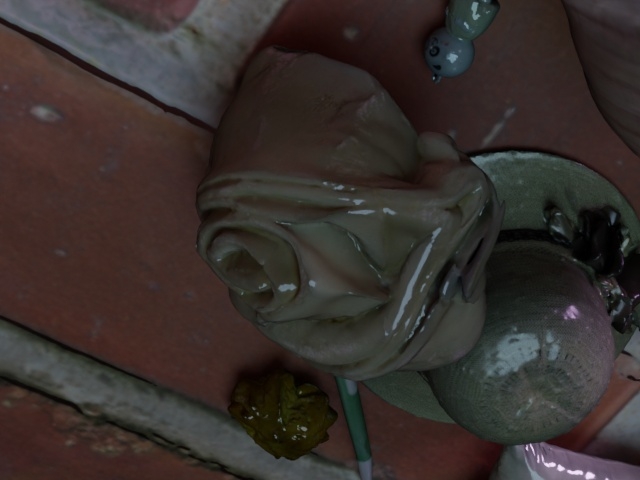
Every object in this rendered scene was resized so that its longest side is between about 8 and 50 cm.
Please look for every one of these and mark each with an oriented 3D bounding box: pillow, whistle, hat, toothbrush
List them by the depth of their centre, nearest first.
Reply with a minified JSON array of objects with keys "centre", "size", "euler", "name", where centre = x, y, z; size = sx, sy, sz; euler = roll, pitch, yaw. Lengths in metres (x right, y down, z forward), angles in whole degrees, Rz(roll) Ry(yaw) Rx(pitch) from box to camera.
[{"centre":[0.098,-0.149,0.942],"size":[0.035,0.035,0.100],"euler":[18,117,-20],"name":"whistle"},{"centre":[0.141,0.075,1.040],"size":[0.257,0.130,0.257],"euler":[-5,124,-7],"name":"hat"},{"centre":[0.031,0.160,1.132],"size":[0.024,0.018,0.257],"euler":[16,136,33],"name":"toothbrush"},{"centre":[0.234,0.242,1.195],"size":[0.254,0.078,0.144],"euler":[17,126,-21],"name":"pillow"}]

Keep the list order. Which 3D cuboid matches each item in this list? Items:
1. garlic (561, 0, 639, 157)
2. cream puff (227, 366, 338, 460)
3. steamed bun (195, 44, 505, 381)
[{"centre":[0.283,-0.150,0.821],"size":[0.317,0.259,0.317],"euler":[-22,126,-34],"name":"garlic"},{"centre":[-0.029,0.138,1.095],"size":[0.083,0.058,0.083],"euler":[-14,126,3],"name":"cream puff"},{"centre":[0.002,0.001,0.915],"size":[0.211,0.144,0.218],"euler":[28,134,26],"name":"steamed bun"}]
